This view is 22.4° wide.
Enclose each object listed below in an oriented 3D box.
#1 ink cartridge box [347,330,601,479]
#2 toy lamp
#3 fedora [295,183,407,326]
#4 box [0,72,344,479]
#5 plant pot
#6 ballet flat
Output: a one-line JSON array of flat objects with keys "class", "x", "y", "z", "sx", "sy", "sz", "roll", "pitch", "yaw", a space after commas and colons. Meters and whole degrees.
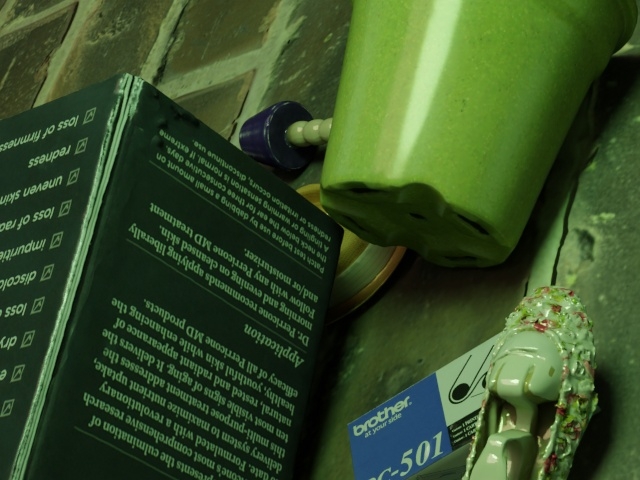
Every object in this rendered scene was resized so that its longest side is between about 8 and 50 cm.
[{"class": "ink cartridge box", "x": 0.121, "y": 0.145, "z": 1.317, "sx": 0.207, "sy": 0.046, "sz": 0.097, "roll": -33, "pitch": 34, "yaw": 18}, {"class": "toy lamp", "x": 0.018, "y": -0.115, "z": 1.701, "sx": 0.274, "sy": 0.080, "sz": 0.080, "roll": -3, "pitch": 51, "yaw": 48}, {"class": "fedora", "x": 0.000, "y": 0.000, "z": 1.589, "sx": 0.194, "sy": 0.079, "sz": 0.194, "roll": -29, "pitch": 36, "yaw": 23}, {"class": "box", "x": -0.279, "y": 0.166, "z": 1.457, "sx": 0.480, "sy": 0.297, "sz": 0.472, "roll": -13, "pitch": 53, "yaw": 41}, {"class": "plant pot", "x": 0.120, "y": -0.122, "z": 1.456, "sx": 0.276, "sy": 0.276, "sz": 0.254, "roll": -2, "pitch": 64, "yaw": 48}, {"class": "ballet flat", "x": 0.150, "y": 0.141, "z": 1.202, "sx": 0.091, "sy": 0.077, "sz": 0.241, "roll": 3, "pitch": 73, "yaw": 31}]
